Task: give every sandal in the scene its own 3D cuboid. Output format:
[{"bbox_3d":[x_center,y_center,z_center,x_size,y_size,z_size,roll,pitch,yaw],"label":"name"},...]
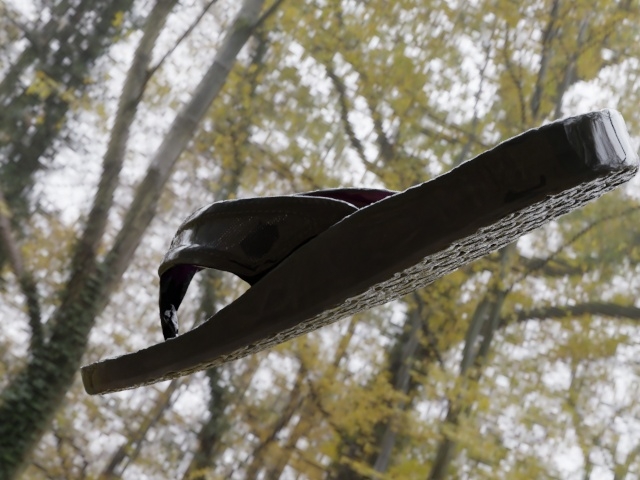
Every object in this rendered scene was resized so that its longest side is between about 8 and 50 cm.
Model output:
[{"bbox_3d":[0.002,-0.001,0.809,0.445,0.167,0.107,-27,-101,31],"label":"sandal"}]
